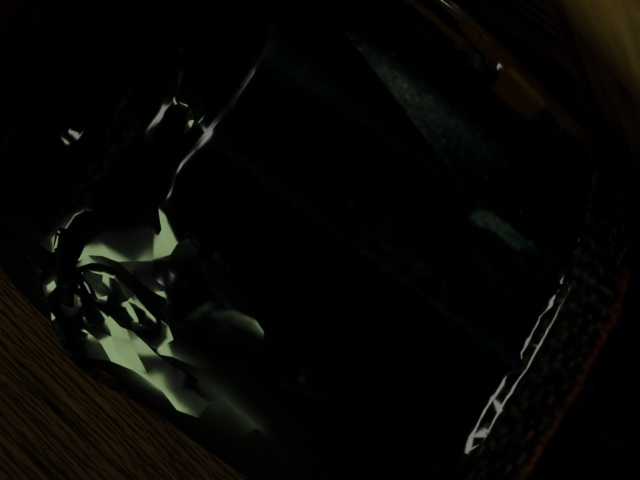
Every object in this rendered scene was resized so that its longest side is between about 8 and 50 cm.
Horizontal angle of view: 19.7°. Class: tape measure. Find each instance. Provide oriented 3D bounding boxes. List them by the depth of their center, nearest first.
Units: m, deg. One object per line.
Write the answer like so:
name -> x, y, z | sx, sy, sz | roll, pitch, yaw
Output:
tape measure -> 0.000, 0.000, 0.504 | 0.202, 0.135, 0.223 | 35, -177, -18

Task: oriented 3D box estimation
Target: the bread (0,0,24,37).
bread -> -0.208, -0.076, 1.124 | 0.235, 0.210, 0.099 | -132, 21, -60
